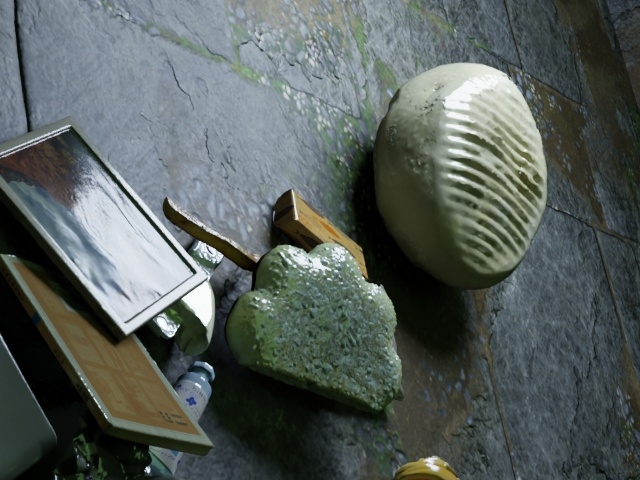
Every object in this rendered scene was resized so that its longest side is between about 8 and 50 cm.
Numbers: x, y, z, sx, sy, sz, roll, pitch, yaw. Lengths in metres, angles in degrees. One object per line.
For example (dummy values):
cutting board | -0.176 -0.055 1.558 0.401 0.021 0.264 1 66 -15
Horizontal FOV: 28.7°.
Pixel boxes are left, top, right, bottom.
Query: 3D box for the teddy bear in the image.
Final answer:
teddy bear | -0.198 0.245 1.214 0.251 0.144 0.171 41 25 -41

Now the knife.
knife | -0.275 0.133 1.285 0.230 0.028 0.060 34 31 -38

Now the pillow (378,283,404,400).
pillow | 0.030 0.124 1.718 0.270 0.067 0.173 18 61 -52

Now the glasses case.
glasses case | 0.000 0.000 1.779 0.170 0.041 0.064 39 29 -38

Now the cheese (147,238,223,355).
cheese | -0.161 0.049 1.488 0.127 0.050 0.235 49 25 -14

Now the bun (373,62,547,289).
bun | 0.207 -0.100 1.995 0.326 0.235 0.361 -5 90 -52

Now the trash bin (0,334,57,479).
trash bin | -0.359 0.174 1.031 0.164 0.122 0.240 62 33 -9

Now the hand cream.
hand cream | -0.162 0.203 1.391 0.065 0.043 0.170 48 40 -19

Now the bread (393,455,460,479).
bread | 0.149 0.385 1.716 0.119 0.084 0.177 47 40 -29

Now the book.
book | -0.218 0.115 1.258 0.241 0.018 0.170 50 12 32

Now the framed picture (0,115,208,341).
framed picture | -0.248 -0.020 1.363 0.250 0.016 0.184 50 30 2

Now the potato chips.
potato chips | -0.126 -0.001 1.543 0.204 0.026 0.037 33 23 -49

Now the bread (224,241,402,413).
bread | 0.006 0.100 1.601 0.287 0.056 0.207 21 66 -38
